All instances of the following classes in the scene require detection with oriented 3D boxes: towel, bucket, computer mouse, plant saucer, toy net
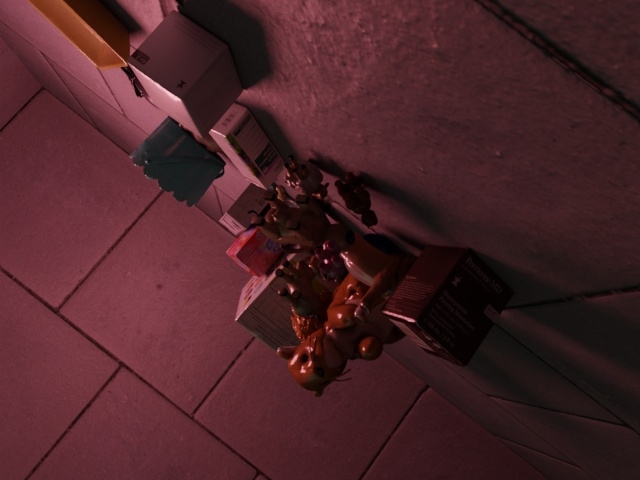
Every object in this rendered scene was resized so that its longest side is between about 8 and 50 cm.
[{"bbox_3d":[0.188,0.077,1.697,0.227,0.076,0.308,45,169,1],"label":"towel"},{"bbox_3d":[-0.452,-0.257,1.894,0.281,0.183,0.281,41,-175,-4],"label":"bucket"},{"bbox_3d":[-0.523,-0.446,1.827,0.262,0.060,0.184,34,167,19],"label":"computer mouse"},{"bbox_3d":[-0.649,-0.606,1.541,0.333,0.081,0.333,46,166,-32],"label":"plant saucer"},{"bbox_3d":[-0.159,-0.158,1.874,0.232,0.045,0.122,44,167,-26],"label":"toy net"}]

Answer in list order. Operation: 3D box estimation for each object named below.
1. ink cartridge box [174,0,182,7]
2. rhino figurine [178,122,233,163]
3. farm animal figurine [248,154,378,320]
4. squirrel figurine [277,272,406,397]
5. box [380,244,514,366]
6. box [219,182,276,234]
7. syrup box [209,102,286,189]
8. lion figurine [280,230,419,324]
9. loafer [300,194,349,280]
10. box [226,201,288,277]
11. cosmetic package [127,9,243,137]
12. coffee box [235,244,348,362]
[{"bbox_3d":[-0.321,-0.510,1.068,0.145,0.045,0.179,37,-173,0],"label":"ink cartridge box"},{"bbox_3d":[-0.313,-0.298,1.736,0.243,0.073,0.106,39,171,-10],"label":"rhino figurine"},{"bbox_3d":[-0.021,-0.004,1.360,0.326,0.330,0.172,28,169,36],"label":"farm animal figurine"},{"bbox_3d":[0.056,0.268,1.697,0.281,0.370,0.397,47,169,-14],"label":"squirrel figurine"},{"bbox_3d":[0.279,0.140,1.310,0.168,0.203,0.167,41,168,-17],"label":"box"},{"bbox_3d":[-0.260,-0.115,2.044,0.087,0.169,0.290,40,169,-8],"label":"box"},{"bbox_3d":[-0.190,-0.244,1.518,0.096,0.093,0.237,29,165,36],"label":"syrup box"},{"bbox_3d":[0.112,0.061,1.474,0.392,0.240,0.142,38,153,19],"label":"lion figurine"},{"bbox_3d":[0.000,0.000,1.740,0.302,0.095,0.109,60,172,-30],"label":"loafer"},{"bbox_3d":[-0.185,-0.011,1.995,0.122,0.257,0.128,44,167,-19],"label":"box"},{"bbox_3d":[-0.280,-0.348,1.243,0.151,0.151,0.184,35,169,10],"label":"cosmetic package"},{"bbox_3d":[-0.059,0.209,2.057,0.338,0.334,0.337,40,-171,-11],"label":"coffee box"}]
